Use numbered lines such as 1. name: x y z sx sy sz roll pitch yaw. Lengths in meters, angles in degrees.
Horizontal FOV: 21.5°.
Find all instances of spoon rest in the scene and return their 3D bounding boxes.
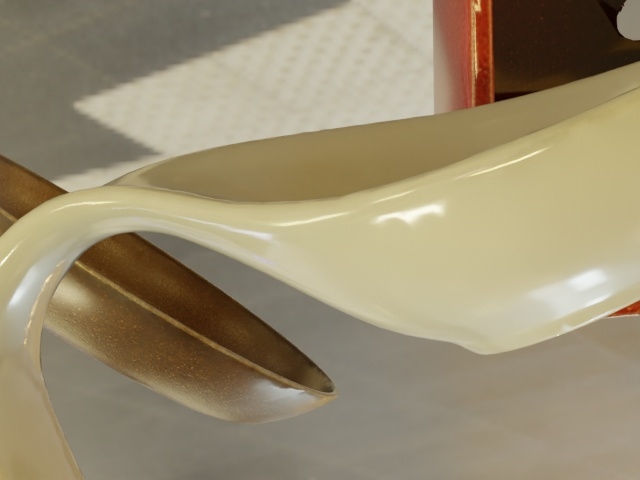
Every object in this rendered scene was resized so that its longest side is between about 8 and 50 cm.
1. spoon rest: 0.000 0.000 0.423 0.276 0.084 0.137 -27 -179 29

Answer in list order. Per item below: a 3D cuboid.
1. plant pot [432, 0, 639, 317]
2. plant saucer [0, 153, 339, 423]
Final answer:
1. plant pot: 0.153 -0.132 0.616 0.267 0.267 0.236 -4 -170 -9
2. plant saucer: -0.130 0.026 1.021 0.310 0.050 0.310 32 -177 -2
